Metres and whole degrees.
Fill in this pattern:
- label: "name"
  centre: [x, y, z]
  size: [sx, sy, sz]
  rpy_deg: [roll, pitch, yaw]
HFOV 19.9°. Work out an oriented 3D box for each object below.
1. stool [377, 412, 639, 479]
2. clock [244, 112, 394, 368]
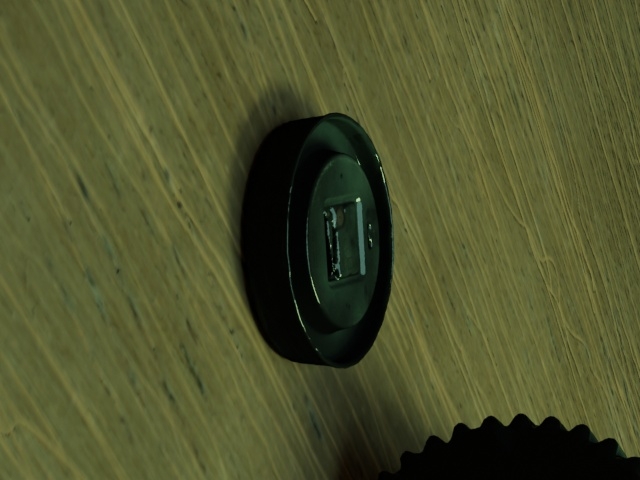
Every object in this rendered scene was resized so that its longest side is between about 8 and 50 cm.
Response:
- label: "stool"
  centre: [0.190, 0.315, 1.439]
  size: [0.330, 0.297, 0.297]
  rpy_deg: [41, 52, -64]
- label: "clock"
  centre: [0.000, 0.000, 1.312]
  size: [0.184, 0.040, 0.184]
  rpy_deg: [-1, 90, -65]
